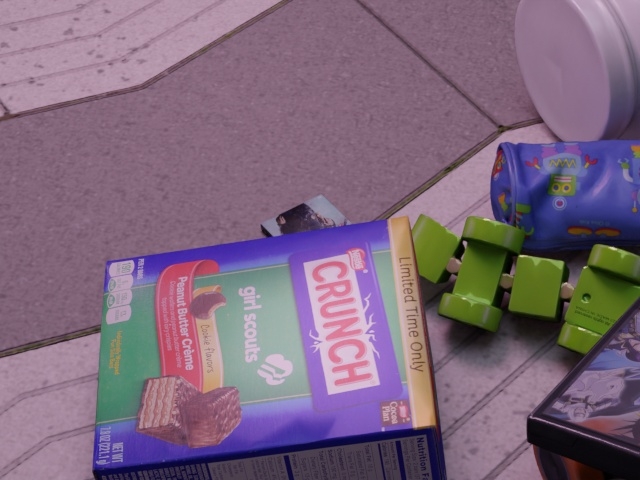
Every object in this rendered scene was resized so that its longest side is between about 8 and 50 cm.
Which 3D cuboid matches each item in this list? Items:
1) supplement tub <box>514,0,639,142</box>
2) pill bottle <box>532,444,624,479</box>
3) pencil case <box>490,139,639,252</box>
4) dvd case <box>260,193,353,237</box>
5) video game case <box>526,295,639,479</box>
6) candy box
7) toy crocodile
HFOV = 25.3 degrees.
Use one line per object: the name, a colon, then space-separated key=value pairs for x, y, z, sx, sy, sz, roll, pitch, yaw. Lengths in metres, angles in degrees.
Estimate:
supplement tub: x=0.419 y=-0.253 z=1.689 sx=0.325 sy=0.235 sz=0.235 roll=-20 pitch=47 yaw=-17
pill bottle: x=0.324 y=0.171 z=1.339 sx=0.246 sy=0.130 sz=0.130 roll=-19 pitch=47 yaw=-16
pencil case: x=0.340 y=-0.043 z=1.564 sx=0.306 sy=0.119 sz=0.133 roll=1 pitch=55 yaw=3
dvd case: x=0.000 y=0.000 z=1.608 sx=0.087 sy=0.013 sz=0.119 roll=-26 pitch=50 yaw=-22
video game case: x=0.356 y=0.138 z=1.216 sx=0.275 sy=0.035 sz=0.248 roll=17 pitch=38 yaw=33
candy box: x=-0.049 y=0.129 z=1.383 sx=0.317 sy=0.122 sz=0.268 roll=-8 pitch=46 yaw=3
toy crocodile: x=0.238 y=0.053 z=1.487 sx=0.340 sy=0.105 sz=0.115 roll=15 pitch=86 yaw=19
